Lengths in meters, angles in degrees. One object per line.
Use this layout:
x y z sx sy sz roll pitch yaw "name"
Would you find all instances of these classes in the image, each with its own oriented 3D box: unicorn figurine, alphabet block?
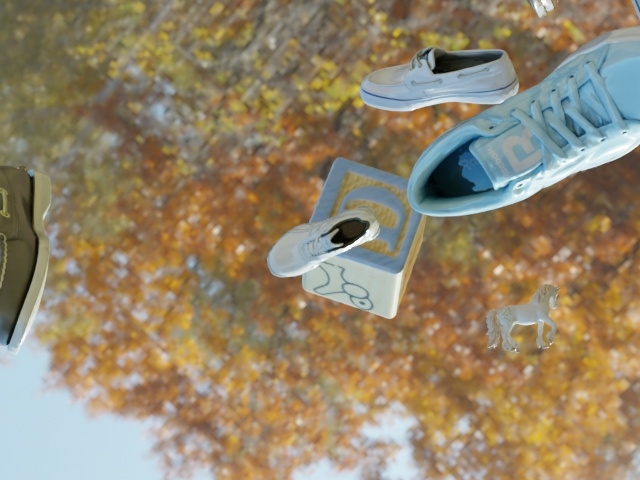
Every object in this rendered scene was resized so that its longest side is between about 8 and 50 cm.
0.361 0.132 2.279 0.162 0.060 0.111 -4 -108 -16 "unicorn figurine"
0.082 -0.002 2.420 0.192 0.193 0.197 20 153 8 "alphabet block"

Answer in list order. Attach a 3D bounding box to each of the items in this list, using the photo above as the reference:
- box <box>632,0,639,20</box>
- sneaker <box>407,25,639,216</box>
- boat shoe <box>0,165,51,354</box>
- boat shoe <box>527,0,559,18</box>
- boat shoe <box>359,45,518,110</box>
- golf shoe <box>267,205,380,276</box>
0.384 -0.245 1.272 0.169 0.087 0.290 -30 -81 -33 "box"
0.250 -0.110 1.496 0.135 0.366 0.150 53 -141 -7 "sneaker"
-0.333 0.009 1.365 0.091 0.109 0.305 20 -156 -21 "boat shoe"
0.333 -0.458 2.039 0.111 0.104 0.307 63 -174 33 "boat shoe"
0.158 -0.233 1.823 0.083 0.226 0.076 -72 -27 -44 "boat shoe"
0.000 0.000 1.910 0.069 0.176 0.086 63 -175 -1 "golf shoe"
